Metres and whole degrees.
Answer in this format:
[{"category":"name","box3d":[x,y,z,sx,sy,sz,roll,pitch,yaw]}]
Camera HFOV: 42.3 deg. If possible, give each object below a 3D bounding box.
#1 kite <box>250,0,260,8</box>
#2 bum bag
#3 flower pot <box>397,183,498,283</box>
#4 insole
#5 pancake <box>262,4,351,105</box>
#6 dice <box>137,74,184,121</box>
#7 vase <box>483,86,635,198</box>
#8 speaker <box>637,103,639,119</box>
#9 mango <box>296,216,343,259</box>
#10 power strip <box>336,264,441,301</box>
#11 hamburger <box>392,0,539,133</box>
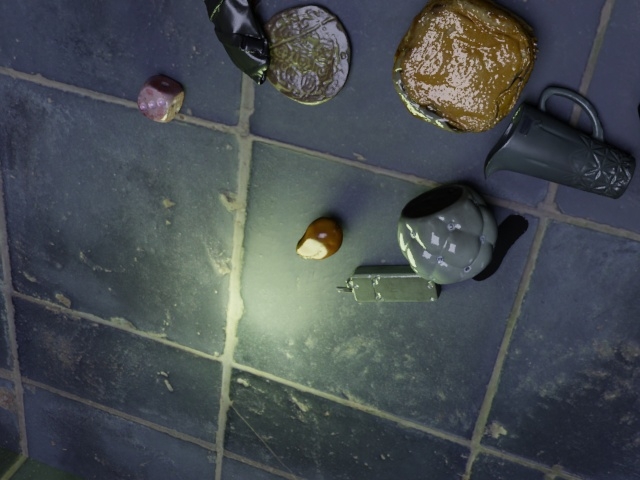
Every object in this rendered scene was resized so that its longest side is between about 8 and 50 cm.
[{"category":"kite","box3d":[-0.176,-0.626,1.964,0.183,0.010,0.160,4,120,20]},{"category":"bum bag","box3d":[-0.205,-0.525,1.980,0.142,0.080,0.326,-4,118,47]},{"category":"flower pot","box3d":[0.306,-0.013,1.993,0.246,0.246,0.195,-15,112,29]},{"category":"insole","box3d":[0.444,0.017,2.095,0.080,0.003,0.232,33,125,1]},{"category":"pancake","box3d":[-0.039,-0.445,2.002,0.250,0.031,0.250,10,121,17]},{"category":"dice","box3d":[-0.417,-0.370,2.160,0.093,0.094,0.091,29,126,5]},{"category":"vase","box3d":[0.548,-0.203,1.853,0.301,0.156,0.251,22,99,2]},{"category":"speaker","box3d":[0.816,-0.119,1.771,0.184,0.180,0.388,-14,114,21]},{"category":"mango","box3d":[0.002,-0.004,2.217,0.105,0.084,0.159,29,147,-15]},{"category":"power strip","box3d":[0.178,0.118,2.231,0.288,0.053,0.093,-1,119,23]},{"category":"hamburger","box3d":[0.309,-0.385,1.806,0.319,0.158,0.318,5,112,14]}]
